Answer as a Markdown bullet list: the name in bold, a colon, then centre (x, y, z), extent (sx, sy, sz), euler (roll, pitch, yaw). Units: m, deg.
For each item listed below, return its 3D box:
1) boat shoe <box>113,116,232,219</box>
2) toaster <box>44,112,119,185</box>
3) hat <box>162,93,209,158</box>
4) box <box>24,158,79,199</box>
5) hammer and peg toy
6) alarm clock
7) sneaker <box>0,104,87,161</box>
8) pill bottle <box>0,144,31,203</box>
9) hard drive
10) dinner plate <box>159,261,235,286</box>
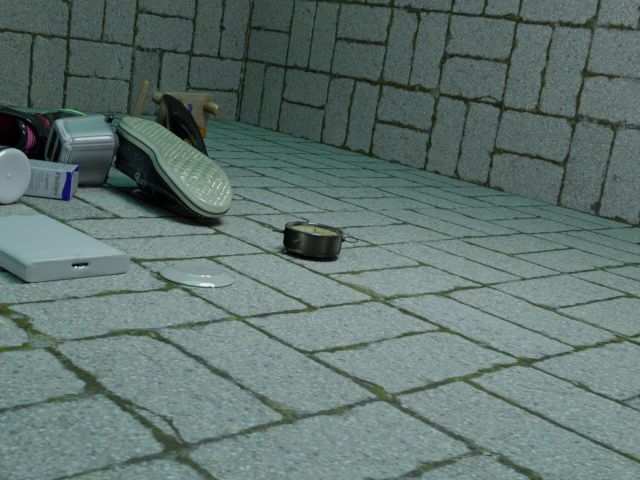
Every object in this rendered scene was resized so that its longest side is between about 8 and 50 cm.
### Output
- **boat shoe**: centre (-0.383, -0.160, 2.175), extent (0.186, 0.156, 0.500), euler (4, 24, -42)
- **toaster**: centre (-0.620, -0.237, 2.229), extent (0.146, 0.227, 0.129), euler (-10, 58, -37)
- **hat**: centre (-0.427, -0.266, 2.485), extent (0.133, 0.332, 0.331), euler (-22, 10, 8)
- **box**: centre (-0.669, -0.150, 2.101), extent (0.137, 0.072, 0.126), euler (6, 12, -9)
- **hammer and peg toy**: centre (-0.467, -0.348, 2.680), extent (0.127, 0.266, 0.361), euler (26, 18, 22)
- **alarm clock**: centre (0.000, 0.000, 1.894), extent (0.191, 0.064, 0.129), euler (-1, 15, -29)
- **sneaker**: centre (-0.794, -0.271, 2.331), extent (0.482, 0.185, 0.202), euler (5, 24, -35)
- **pill bottle**: centre (-0.796, -0.169, 1.969), extent (0.245, 0.131, 0.130), euler (14, 14, 26)
- **hard drive**: centre (-0.520, 0.008, 1.571), extent (0.307, 0.040, 0.203), euler (20, 17, 41)
- **dinner plate**: centre (-0.227, 0.059, 1.591), extent (0.141, 0.017, 0.141), euler (10, 12, -2)
